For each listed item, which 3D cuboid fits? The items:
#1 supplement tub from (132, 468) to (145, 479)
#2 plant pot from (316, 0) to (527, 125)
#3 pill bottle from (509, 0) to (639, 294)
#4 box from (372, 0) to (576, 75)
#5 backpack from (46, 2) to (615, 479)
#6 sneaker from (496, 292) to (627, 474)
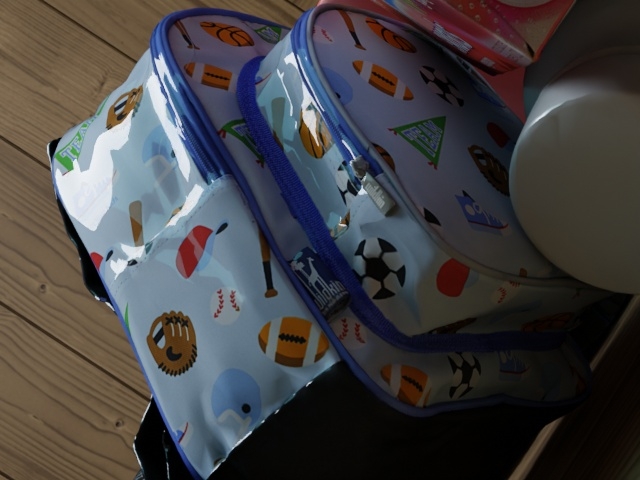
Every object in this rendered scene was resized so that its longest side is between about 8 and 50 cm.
[{"bbox_3d":[-0.081,0.258,1.241,0.316,0.193,0.193,-55,-2,-44],"label":"supplement tub"},{"bbox_3d":[0.155,-0.158,0.952,0.275,0.243,0.275,-57,-1,-2],"label":"plant pot"},{"bbox_3d":[0.168,-0.081,0.715,0.131,0.131,0.229,-58,-1,41],"label":"pill bottle"},{"bbox_3d":[0.060,-0.169,0.617,0.154,0.142,0.300,-57,0,7],"label":"box"},{"bbox_3d":[0.000,0.000,0.755,0.213,0.263,0.276,-49,-27,16],"label":"backpack"},{"bbox_3d":[0.110,0.064,0.900,0.221,0.083,0.087,-54,-8,10],"label":"sneaker"}]
